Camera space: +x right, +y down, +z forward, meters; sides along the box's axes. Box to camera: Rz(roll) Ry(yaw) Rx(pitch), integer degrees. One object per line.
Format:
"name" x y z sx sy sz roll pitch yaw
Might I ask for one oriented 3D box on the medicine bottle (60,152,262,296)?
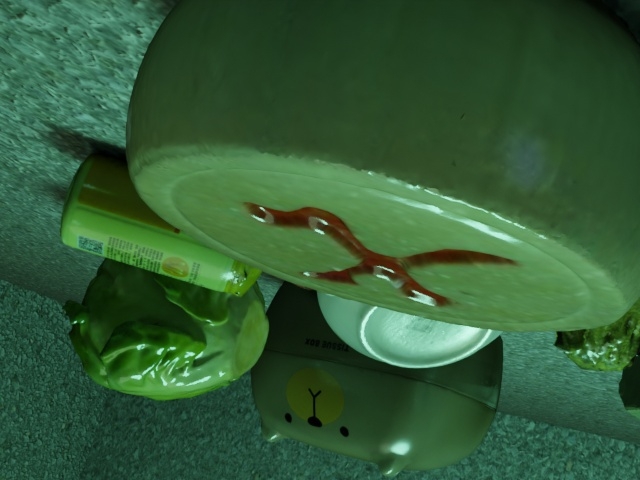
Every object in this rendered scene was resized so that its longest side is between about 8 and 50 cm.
"medicine bottle" -0.173 -0.017 0.962 0.239 0.124 0.124 16 167 -6

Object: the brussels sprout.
"brussels sprout" -0.226 0.103 1.197 0.295 0.259 0.227 16 167 9

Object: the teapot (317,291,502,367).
"teapot" 0.089 0.030 0.805 0.298 0.139 0.204 21 134 -23

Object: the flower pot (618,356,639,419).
"flower pot" 0.449 0.157 0.867 0.203 0.212 0.212 30 167 2

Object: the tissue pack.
"tissue pack" 0.081 0.220 1.313 0.387 0.276 0.267 5 166 41

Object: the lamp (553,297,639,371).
"lamp" 0.250 0.045 0.687 0.157 0.134 0.156 18 167 -18

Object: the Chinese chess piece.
"Chinese chess piece" 0.048 -0.049 0.523 0.338 0.140 0.338 14 167 3

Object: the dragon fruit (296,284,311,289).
"dragon fruit" 0.000 0.000 0.909 0.094 0.094 0.190 16 155 -2
